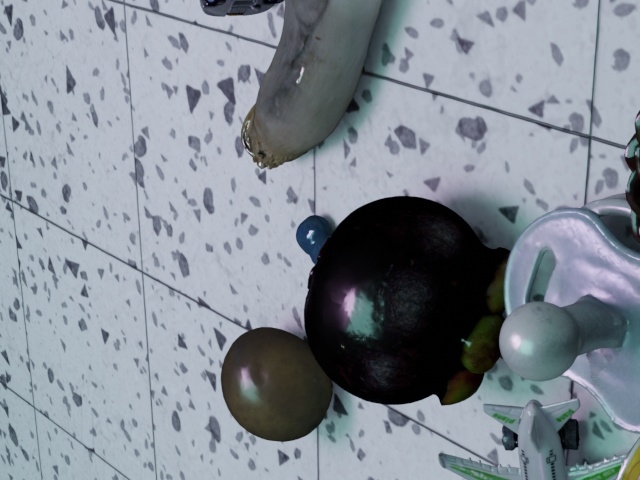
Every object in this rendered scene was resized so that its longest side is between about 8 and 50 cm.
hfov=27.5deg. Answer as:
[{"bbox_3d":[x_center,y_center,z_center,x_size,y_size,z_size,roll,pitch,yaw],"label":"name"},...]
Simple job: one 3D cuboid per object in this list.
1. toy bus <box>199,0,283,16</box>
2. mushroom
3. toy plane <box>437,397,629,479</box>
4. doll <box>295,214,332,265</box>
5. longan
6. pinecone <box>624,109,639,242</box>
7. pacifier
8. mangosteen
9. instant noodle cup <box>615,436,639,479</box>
[{"bbox_3d":[-0.101,-0.420,1.819,0.209,0.126,0.136,-51,56,49],"label":"toy bus"},{"bbox_3d":[-0.020,-0.239,1.792,0.177,0.126,0.397,52,141,36],"label":"mushroom"},{"bbox_3d":[0.283,0.296,1.642,0.251,0.101,0.255,-4,121,16],"label":"toy plane"},{"bbox_3d":[0.000,0.000,1.930,0.083,0.050,0.076,55,136,24],"label":"doll"},{"bbox_3d":[-0.072,0.221,2.028,0.189,0.189,0.189,25,123,45],"label":"longan"},{"bbox_3d":[0.420,-0.037,1.201,0.298,0.296,0.242,33,90,7],"label":"pinecone"},{"bbox_3d":[0.291,0.085,1.439,0.299,0.233,0.244,33,126,38],"label":"pacifier"},{"bbox_3d":[0.131,0.089,1.662,0.302,0.275,0.275,23,129,5],"label":"mangosteen"},{"bbox_3d":[0.456,0.294,1.276,0.254,0.326,0.325,35,131,52],"label":"instant noodle cup"}]
